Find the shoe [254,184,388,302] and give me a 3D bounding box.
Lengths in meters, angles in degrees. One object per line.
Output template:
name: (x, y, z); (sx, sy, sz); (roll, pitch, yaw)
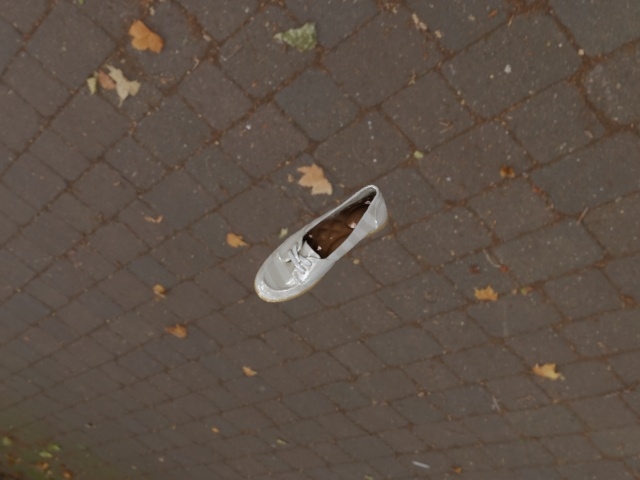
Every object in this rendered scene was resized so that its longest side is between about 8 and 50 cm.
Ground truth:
shoe: (0.000, 0.000, 0.862); (0.076, 0.219, 0.058); (46, 163, 23)
